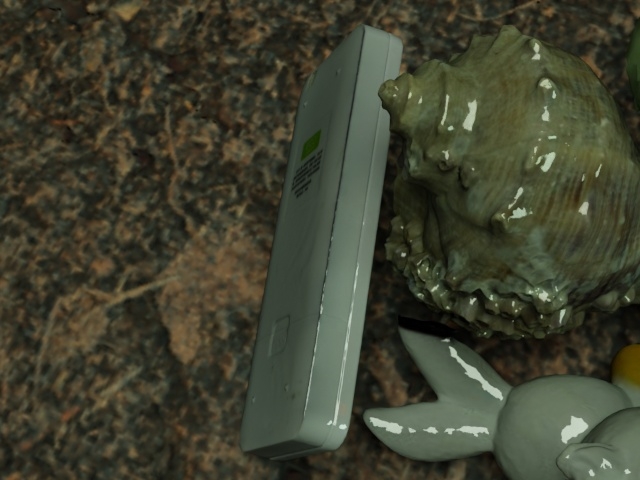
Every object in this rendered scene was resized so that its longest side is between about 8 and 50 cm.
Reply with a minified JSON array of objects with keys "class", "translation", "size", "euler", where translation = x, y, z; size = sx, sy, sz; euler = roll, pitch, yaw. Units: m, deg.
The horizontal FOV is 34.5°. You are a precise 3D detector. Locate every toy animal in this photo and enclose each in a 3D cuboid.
[{"class":"toy animal","translation":[0.127,0.093,0.557],"size":[0.127,0.182,0.131],"euler":[35,82,-30]}]

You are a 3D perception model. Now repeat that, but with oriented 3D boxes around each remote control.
[{"class":"remote control","translation":[0.000,0.000,0.601],"size":[0.034,0.103,0.250],"euler":[16,67,-20]}]

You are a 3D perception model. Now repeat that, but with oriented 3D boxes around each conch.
[{"class":"conch","translation":[0.122,-0.021,0.566],"size":[0.245,0.163,0.178],"euler":[27,30,-21]}]

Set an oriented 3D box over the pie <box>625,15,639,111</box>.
[{"class":"pie","translation":[0.368,-0.092,0.538],"size":[0.418,0.180,0.395],"euler":[-35,107,-9]}]
